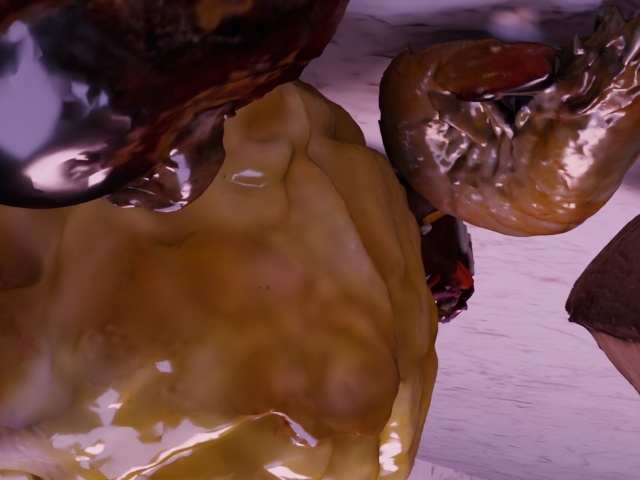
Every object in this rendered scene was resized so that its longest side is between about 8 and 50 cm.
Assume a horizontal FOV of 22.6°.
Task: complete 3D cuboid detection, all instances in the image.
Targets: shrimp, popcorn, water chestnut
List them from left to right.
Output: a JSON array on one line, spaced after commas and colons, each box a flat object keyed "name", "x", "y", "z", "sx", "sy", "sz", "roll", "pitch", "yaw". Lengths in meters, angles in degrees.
[{"name": "water chestnut", "x": -0.096, "y": -0.134, "z": 0.620, "sx": 0.223, "sy": 0.238, "sz": 0.224, "roll": -30, "pitch": 167, "yaw": -7}, {"name": "popcorn", "x": -0.101, "y": 0.033, "z": 0.995, "sx": 0.344, "sy": 0.354, "sz": 0.390, "roll": -32, "pitch": 128, "yaw": 22}, {"name": "shrimp", "x": 0.116, "y": -0.082, "z": 0.894, "sx": 0.152, "sy": 0.063, "sz": 0.287, "roll": 30, "pitch": 152, "yaw": 0}]

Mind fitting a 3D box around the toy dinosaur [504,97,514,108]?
[{"name": "toy dinosaur", "x": 0.096, "y": -0.087, "z": 0.986, "sx": 0.083, "sy": 0.031, "sz": 0.047, "roll": 8, "pitch": 166, "yaw": 10}]

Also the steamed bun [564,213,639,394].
[{"name": "steamed bun", "x": 0.325, "y": 0.063, "z": 1.059, "sx": 0.251, "sy": 0.199, "sz": 0.301, "roll": 46, "pitch": 172, "yaw": -19}]

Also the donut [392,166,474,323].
[{"name": "donut", "x": 0.000, "y": 0.000, "z": 1.292, "sx": 0.269, "sy": 0.103, "sz": 0.270, "roll": 10, "pitch": 170, "yaw": 2}]
